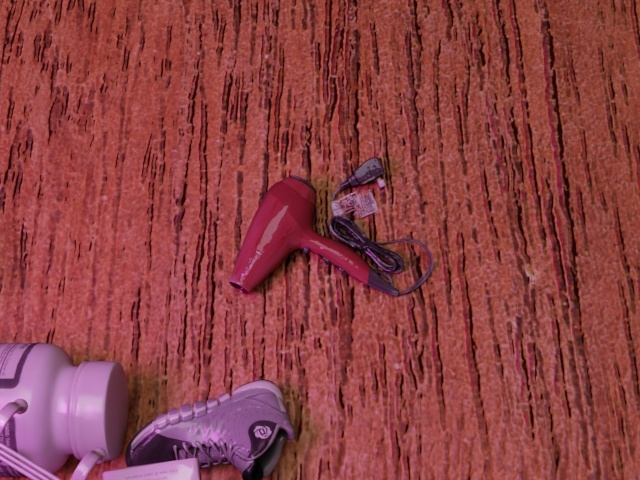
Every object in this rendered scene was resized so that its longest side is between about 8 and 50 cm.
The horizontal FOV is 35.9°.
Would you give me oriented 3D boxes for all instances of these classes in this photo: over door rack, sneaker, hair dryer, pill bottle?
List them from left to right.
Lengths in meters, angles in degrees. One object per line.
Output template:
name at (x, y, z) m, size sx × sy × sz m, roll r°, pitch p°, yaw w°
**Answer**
over door rack at (-0.412, 0.312, 1.180) m, size 0.239 × 0.108 × 0.324 m, roll 30°, pitch 111°, yaw 4°
pill bottle at (-0.426, 0.223, 1.309) m, size 0.318 × 0.176 × 0.176 m, roll 0°, pitch 65°, yaw 3°
sneaker at (-0.139, 0.277, 1.302) m, size 0.228 × 0.086 × 0.132 m, roll -25°, pitch 44°, yaw -9°
hair dryer at (0.000, 0.000, 1.447) m, size 0.293 × 0.080 × 0.224 m, roll -20°, pitch 67°, yaw -6°

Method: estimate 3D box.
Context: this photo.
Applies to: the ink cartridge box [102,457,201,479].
ink cartridge box at (-0.178, 0.460, 1.172) m, size 0.119 × 0.207 × 0.354 m, roll -6°, pitch 66°, yaw -8°
